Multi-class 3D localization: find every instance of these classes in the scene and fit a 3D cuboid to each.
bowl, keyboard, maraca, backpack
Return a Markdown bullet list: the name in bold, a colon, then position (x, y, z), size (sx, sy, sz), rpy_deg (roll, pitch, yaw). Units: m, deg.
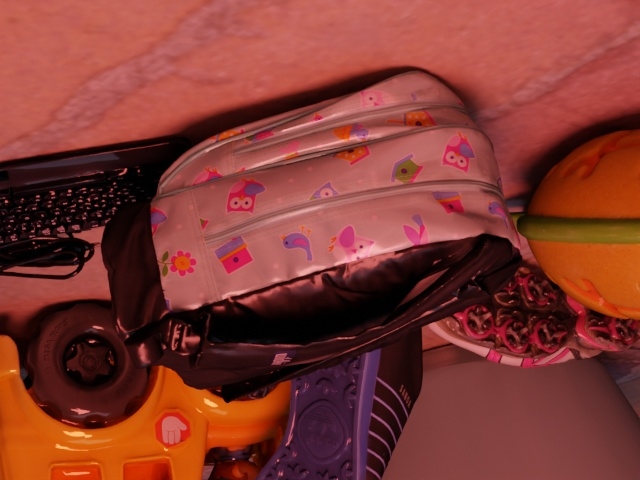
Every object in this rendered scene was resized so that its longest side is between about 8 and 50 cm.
- **bowl**: position (0.133, 0.182, 1.089), size (0.312, 0.163, 0.311), rpy_deg (-9, 159, -3)
- **keyboard**: position (-0.150, -0.004, 0.677), size (0.192, 0.038, 0.100), rpy_deg (-9, 159, 1)
- **maraca**: position (0.164, -0.009, 0.717), size (0.127, 0.099, 0.186), rpy_deg (1, -177, -11)
- **backpack**: position (0.000, 0.000, 0.634), size (0.182, 0.115, 0.152), rpy_deg (-19, 168, 8)

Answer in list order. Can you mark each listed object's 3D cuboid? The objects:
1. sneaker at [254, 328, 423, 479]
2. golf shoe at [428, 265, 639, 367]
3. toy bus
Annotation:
- **sneaker**: position (0.018, 0.120, 0.825), size (0.081, 0.232, 0.090), rpy_deg (17, -171, 33)
- **golf shoe**: position (0.132, 0.059, 0.907), size (0.186, 0.067, 0.086), rpy_deg (9, 154, -39)
- **toy bus**: position (-0.104, 0.156, 0.864), size (0.220, 0.211, 0.149), rpy_deg (-3, 157, -19)
